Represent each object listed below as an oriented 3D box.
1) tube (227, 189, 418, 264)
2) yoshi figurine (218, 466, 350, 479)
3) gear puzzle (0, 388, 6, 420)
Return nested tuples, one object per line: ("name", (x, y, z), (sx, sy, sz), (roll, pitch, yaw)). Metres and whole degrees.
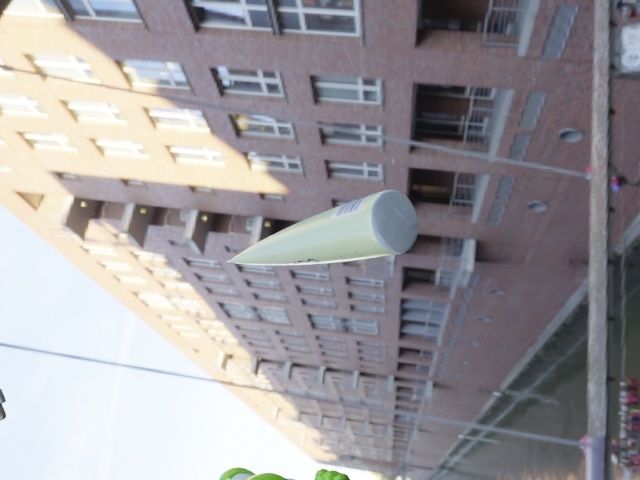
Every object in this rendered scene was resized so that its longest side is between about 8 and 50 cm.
("tube", (0.000, 0.000, 0.718), (0.070, 0.240, 0.062), (35, -117, -28))
("yoshi figurine", (0.009, 0.424, 0.937), (0.203, 0.362, 0.203), (-60, -10, -54))
("gear puzzle", (-0.636, 0.159, 1.113), (0.044, 0.176, 0.338), (-28, -80, -61))
